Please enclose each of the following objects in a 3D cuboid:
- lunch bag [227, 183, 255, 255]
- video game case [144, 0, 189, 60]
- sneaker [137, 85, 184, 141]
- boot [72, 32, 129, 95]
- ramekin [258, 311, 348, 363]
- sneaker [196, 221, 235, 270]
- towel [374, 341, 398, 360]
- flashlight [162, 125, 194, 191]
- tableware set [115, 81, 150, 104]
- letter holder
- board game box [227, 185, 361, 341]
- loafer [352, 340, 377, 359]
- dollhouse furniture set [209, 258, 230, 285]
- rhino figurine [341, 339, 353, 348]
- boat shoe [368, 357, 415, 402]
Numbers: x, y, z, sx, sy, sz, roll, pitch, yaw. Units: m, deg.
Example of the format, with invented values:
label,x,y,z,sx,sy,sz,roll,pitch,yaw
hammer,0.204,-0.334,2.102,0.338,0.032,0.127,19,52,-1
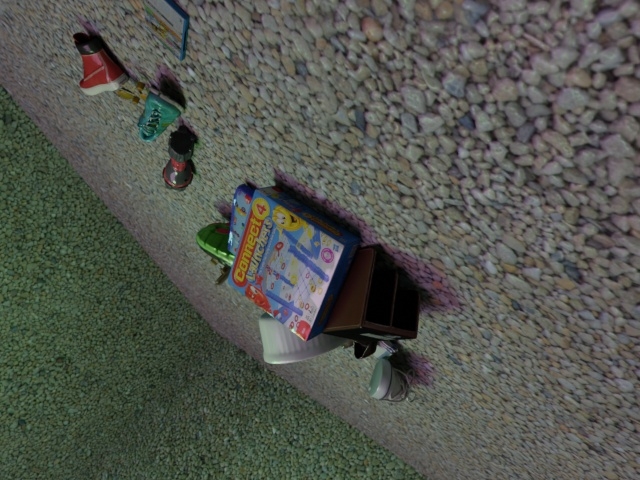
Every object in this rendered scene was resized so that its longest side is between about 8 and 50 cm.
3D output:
label,x,y,z,sx,sy,sz,roll,pitch,yaw
lunch bag,-0.170,-0.028,1.656,0.221,0.138,0.293,38,149,20
video game case,-0.346,-0.488,1.217,0.119,0.015,0.166,43,159,-4
sneaker,-0.460,-0.346,1.539,0.107,0.110,0.275,32,163,-14
boot,-0.699,-0.538,1.647,0.244,0.088,0.176,6,139,45
ramekin,-0.054,0.264,1.662,0.277,0.277,0.135,-8,98,63
sneaker,-0.257,0.101,1.892,0.483,0.185,0.202,34,132,23
towel,0.131,0.298,1.850,0.285,0.034,0.209,41,161,10
flashlight,-0.450,-0.247,1.734,0.103,0.103,0.304,45,159,-3
tableware set,-0.534,-0.432,1.594,0.104,0.024,0.154,19,167,-29
letter holder,0.130,0.148,1.449,0.152,0.214,0.302,14,164,-17
board game box,-0.081,0.058,1.458,0.302,0.086,0.308,32,117,24
loafer,0.138,0.290,1.697,0.080,0.078,0.220,18,129,32
dollhouse furniture set,-0.474,0.106,2.413,0.151,0.123,0.144,49,158,-16
rhino figurine,0.036,0.273,1.830,0.243,0.073,0.106,40,166,16
boat shoe,0.253,0.494,1.853,0.156,0.136,0.367,17,165,7
